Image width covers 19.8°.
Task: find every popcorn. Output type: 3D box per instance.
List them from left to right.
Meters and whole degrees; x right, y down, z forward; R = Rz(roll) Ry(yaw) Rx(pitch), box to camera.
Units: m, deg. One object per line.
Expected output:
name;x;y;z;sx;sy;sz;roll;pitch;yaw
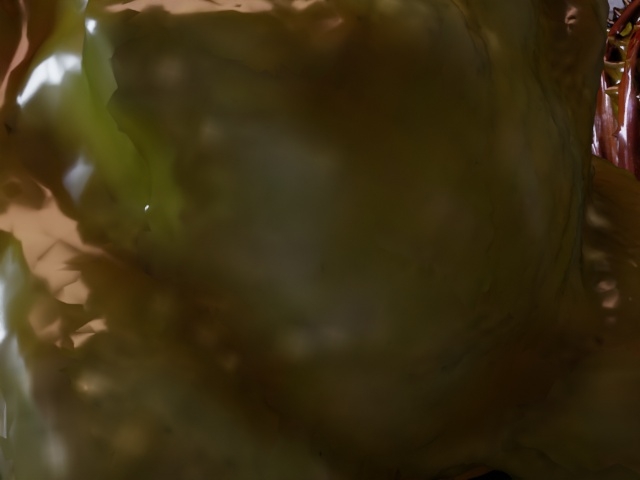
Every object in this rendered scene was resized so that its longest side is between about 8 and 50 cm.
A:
popcorn;0.005;-0.004;0.630;0.325;0.290;0.321;17;4;18

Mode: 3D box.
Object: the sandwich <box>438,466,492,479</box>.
sandwich;0.085;0.056;0.929;0.273;0.095;0.249;-20;1;-21

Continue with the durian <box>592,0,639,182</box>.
durian;0.360;-0.078;1.435;0.347;0.348;0.384;-13;-33;-3
